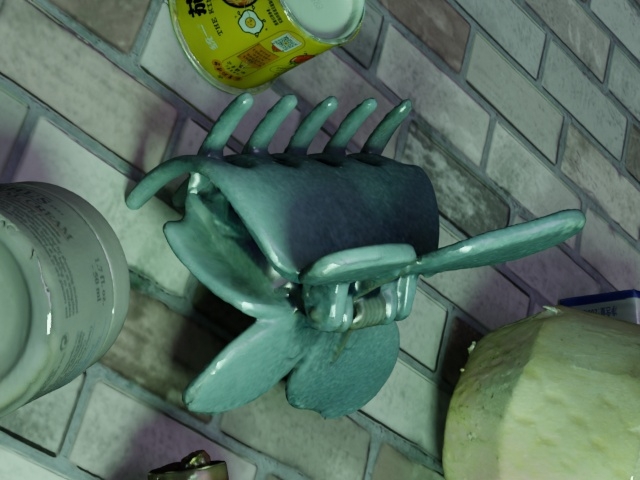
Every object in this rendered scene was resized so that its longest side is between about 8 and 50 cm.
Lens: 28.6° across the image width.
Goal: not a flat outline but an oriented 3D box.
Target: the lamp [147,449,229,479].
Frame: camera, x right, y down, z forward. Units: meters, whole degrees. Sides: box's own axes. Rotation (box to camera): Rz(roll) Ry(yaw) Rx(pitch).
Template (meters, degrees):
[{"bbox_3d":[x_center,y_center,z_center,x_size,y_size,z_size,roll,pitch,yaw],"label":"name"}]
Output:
[{"bbox_3d":[-0.106,0.320,1.141,0.180,0.180,0.258,-1,82,-46],"label":"lamp"}]

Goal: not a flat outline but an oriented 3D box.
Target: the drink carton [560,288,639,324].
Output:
[{"bbox_3d":[0.415,0.233,1.729,0.106,0.130,0.315,12,73,-43],"label":"drink carton"}]

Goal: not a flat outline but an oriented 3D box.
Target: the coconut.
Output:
[{"bbox_3d":[0.334,0.245,1.493,0.352,0.352,0.353,12,73,-44],"label":"coconut"}]

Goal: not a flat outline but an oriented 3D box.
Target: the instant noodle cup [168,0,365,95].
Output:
[{"bbox_3d":[-0.049,-0.259,1.342,0.182,0.144,0.182,12,73,-44],"label":"instant noodle cup"}]

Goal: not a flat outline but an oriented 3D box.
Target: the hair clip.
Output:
[{"bbox_3d":[0.000,0.000,1.254,0.318,0.392,0.238,-5,59,-45],"label":"hair clip"}]

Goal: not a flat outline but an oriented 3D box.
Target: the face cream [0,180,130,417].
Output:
[{"bbox_3d":[-0.259,0.045,0.999,0.153,0.177,0.177,-30,105,-75],"label":"face cream"}]
